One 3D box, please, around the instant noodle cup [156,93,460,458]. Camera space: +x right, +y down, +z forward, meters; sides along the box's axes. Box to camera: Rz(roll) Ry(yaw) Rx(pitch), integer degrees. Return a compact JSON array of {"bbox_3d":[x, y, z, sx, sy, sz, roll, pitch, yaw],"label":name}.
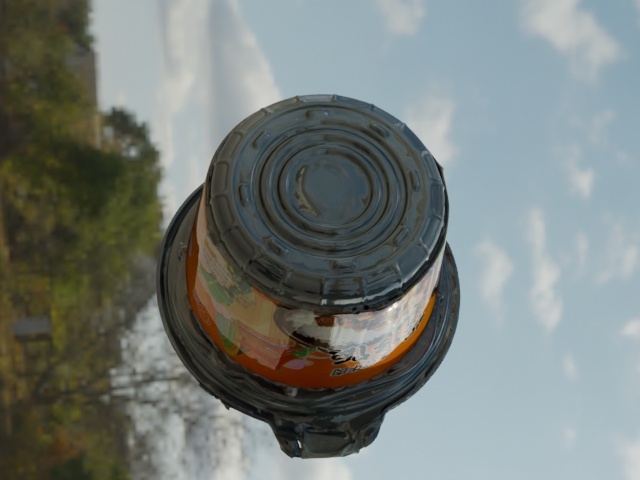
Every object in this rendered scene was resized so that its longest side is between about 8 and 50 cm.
[{"bbox_3d":[0.000,0.000,0.737,0.125,0.178,0.208,104,-36,-62],"label":"instant noodle cup"}]
